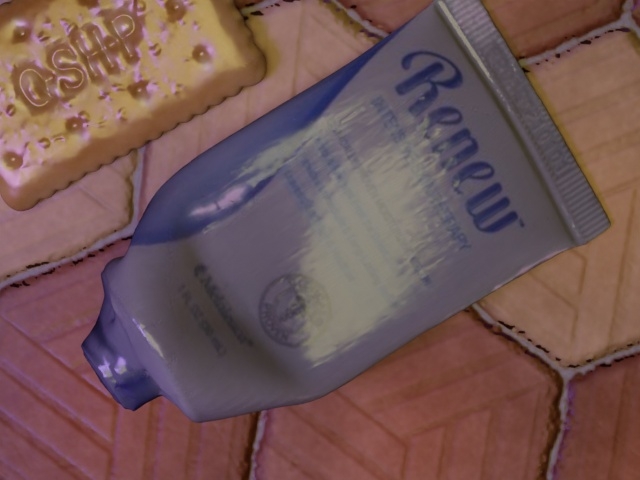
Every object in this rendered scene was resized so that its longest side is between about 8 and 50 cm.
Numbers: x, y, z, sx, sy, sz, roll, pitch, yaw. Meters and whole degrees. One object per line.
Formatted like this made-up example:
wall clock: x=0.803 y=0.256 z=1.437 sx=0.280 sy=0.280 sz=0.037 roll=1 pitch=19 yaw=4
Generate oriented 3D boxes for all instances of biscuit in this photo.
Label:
biscuit: x=-0.183 y=-0.143 z=1.281 sx=0.250 sy=0.030 sz=0.160 roll=-27 pitch=98 yaw=9

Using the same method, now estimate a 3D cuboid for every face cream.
face cream: x=0.000 y=0.000 z=1.271 sx=0.420 sy=0.137 sz=0.235 roll=-32 pitch=96 yaw=-2
